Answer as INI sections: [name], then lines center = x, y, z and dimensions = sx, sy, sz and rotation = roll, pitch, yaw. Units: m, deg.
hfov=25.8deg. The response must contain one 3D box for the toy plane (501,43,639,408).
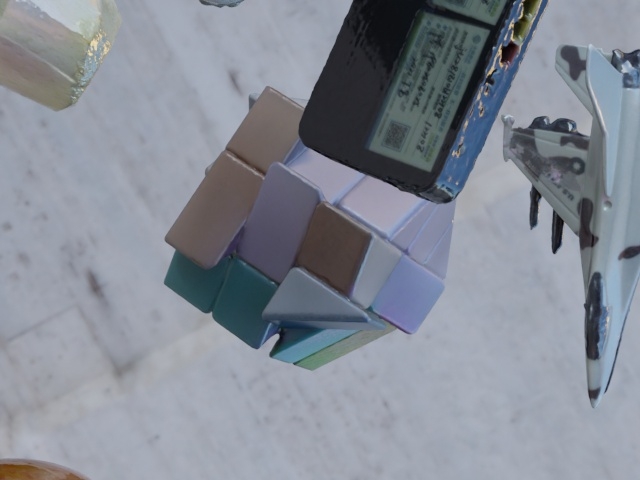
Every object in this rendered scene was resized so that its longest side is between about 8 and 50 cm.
[toy plane]
center = 0.178, -0.016, 0.831
dimensions = 0.160, 0.082, 0.234
rotation = 13, -57, 34

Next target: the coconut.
[coconut]
center = -0.463, -0.349, 2.263
dimensions = 0.244, 0.239, 0.239
rotation = 31, 9, -15

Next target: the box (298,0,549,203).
[box]
center = 0.122, -0.226, 1.438
dimensions = 0.211, 0.350, 0.058
rotation = 27, 3, 41

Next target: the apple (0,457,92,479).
[apple]
center = -0.324, 0.338, 1.431
dimensions = 0.253, 0.253, 0.253
rotation = 62, -1, 1

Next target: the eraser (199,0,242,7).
[eraser]
center = -0.098, -0.371, 1.304
dimensions = 0.331, 0.331, 0.150
rotation = 62, 2, 37

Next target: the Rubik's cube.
[Rubik's cube]
center = 0.000, 0.000, 1.945
dimensions = 0.358, 0.368, 0.387
rotation = 34, -32, 24
